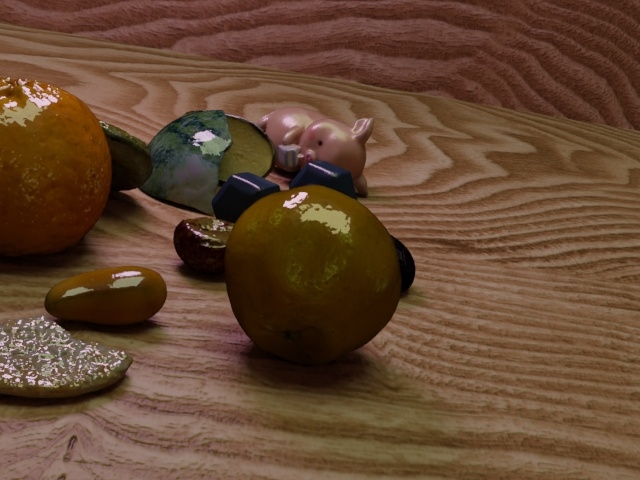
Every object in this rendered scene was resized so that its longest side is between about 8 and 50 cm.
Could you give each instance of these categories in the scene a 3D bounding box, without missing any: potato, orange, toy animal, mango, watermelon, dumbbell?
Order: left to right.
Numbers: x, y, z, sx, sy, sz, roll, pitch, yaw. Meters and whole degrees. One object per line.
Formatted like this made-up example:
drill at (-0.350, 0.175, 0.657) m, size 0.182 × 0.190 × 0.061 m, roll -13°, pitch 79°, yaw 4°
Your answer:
orange at (-0.527, -0.137, 1.594) m, size 0.340 × 0.294 × 0.341 m, roll 11°, pitch 21°, yaw -4°
mango at (-0.326, 0.087, 1.408) m, size 0.184 × 0.085 × 0.102 m, roll -8°, pitch 30°, yaw -20°
watermelon at (-0.281, -0.171, 2.039) m, size 0.176 × 0.256 × 0.260 m, roll 51°, pitch -2°, yaw -20°
potato at (-0.231, -0.211, 2.201) m, size 0.271 × 0.160 × 0.111 m, roll 11°, pitch -7°, yaw 8°
dumbbell at (-0.066, -0.073, 1.882) m, size 0.144 × 0.160 × 0.324 m, roll -10°, pitch 4°, yaw 39°
orange at (-0.016, 0.056, 1.389) m, size 0.278 × 0.279 × 0.235 m, roll 18°, pitch 52°, yaw 18°
toy animal at (-0.012, -0.233, 2.283) m, size 0.212 × 0.195 × 0.256 m, roll -11°, pitch 31°, yaw -30°

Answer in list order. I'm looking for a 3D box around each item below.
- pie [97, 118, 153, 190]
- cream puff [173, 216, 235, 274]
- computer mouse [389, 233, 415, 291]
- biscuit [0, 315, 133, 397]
pie at (-0.479, -0.192, 1.869) m, size 0.323 × 0.071 × 0.323 m, roll 20°, pitch -20°, yaw 7°
cream puff at (-0.194, 0.013, 1.671) m, size 0.148 × 0.085 × 0.149 m, roll 13°, pitch 19°, yaw -5°
computer mouse at (0.070, 0.026, 1.725) m, size 0.233 × 0.096 × 0.137 m, roll 31°, pitch 34°, yaw -20°
biscuit at (-0.387, 0.157, 1.243) m, size 0.265 × 0.040 × 0.188 m, roll 7°, pitch 20°, yaw -14°
